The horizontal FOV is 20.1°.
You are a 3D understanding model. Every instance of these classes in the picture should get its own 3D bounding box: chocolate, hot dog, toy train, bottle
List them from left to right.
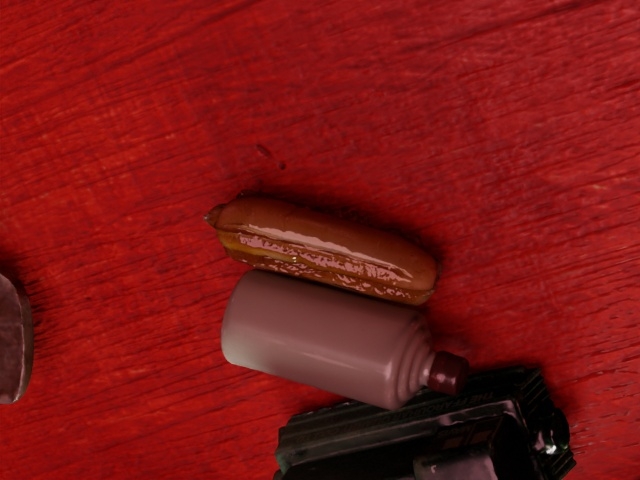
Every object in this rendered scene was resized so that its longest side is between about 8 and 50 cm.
[{"bbox_3d":[-0.424,0.094,1.980,0.254,0.080,0.157,0,98,18],"label":"chocolate"},{"bbox_3d":[0.000,0.000,1.784,0.249,0.102,0.076,14,76,11],"label":"hot dog"},{"bbox_3d":[0.029,0.105,1.796,0.245,0.104,0.104,15,117,19],"label":"bottle"},{"bbox_3d":[0.087,0.235,1.805,0.330,0.178,0.138,-16,107,24],"label":"toy train"}]
